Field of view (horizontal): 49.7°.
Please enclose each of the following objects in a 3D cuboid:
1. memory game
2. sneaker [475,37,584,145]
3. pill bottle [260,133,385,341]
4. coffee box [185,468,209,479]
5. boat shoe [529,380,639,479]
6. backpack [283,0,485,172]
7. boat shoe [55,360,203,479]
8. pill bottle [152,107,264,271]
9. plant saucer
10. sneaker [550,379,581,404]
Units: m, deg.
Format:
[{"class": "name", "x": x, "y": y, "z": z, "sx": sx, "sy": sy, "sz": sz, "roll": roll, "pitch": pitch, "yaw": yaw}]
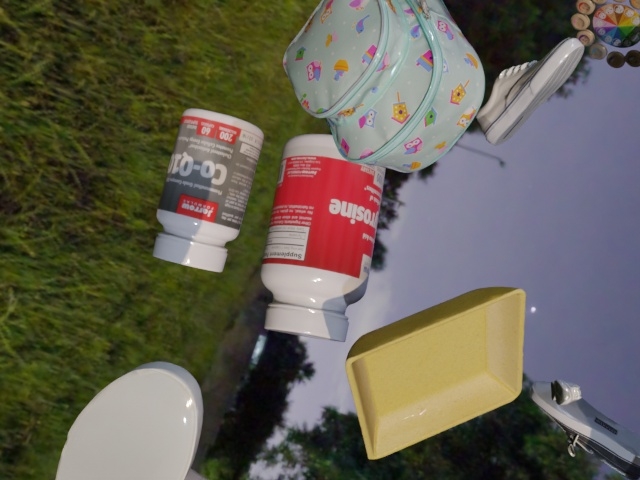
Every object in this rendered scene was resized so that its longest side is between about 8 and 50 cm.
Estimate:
[{"class": "memory game", "x": 0.563, "y": -0.404, "z": 1.308, "sx": 0.012, "sy": 0.186, "sz": 0.186, "roll": -50, "pitch": 175, "yaw": -21}, {"class": "sneaker", "x": 0.370, "y": -0.285, "z": 1.274, "sx": 0.094, "sy": 0.091, "sz": 0.258, "roll": -21, "pitch": 160, "yaw": -40}, {"class": "pill bottle", "x": 0.000, "y": 0.000, "z": 1.465, "sx": 0.229, "sy": 0.229, "sz": 0.407, "roll": 127, "pitch": -27, "yaw": -79}, {"class": "coffee box", "x": -0.260, "y": 0.484, "z": 1.149, "sx": 0.098, "sy": 0.141, "sz": 0.246, "roll": -36, "pitch": 142, "yaw": -49}, {"class": "boat shoe", "x": 0.632, "y": 0.456, "z": 1.652, "sx": 0.113, "sy": 0.306, "sz": 0.105, "roll": -34, "pitch": 147, "yaw": -53}, {"class": "backpack", "x": 0.062, "y": -0.165, "z": 0.686, "sx": 0.166, "sy": 0.144, "sz": 0.188, "roll": -45, "pitch": -121, "yaw": 32}, {"class": "boat shoe", "x": -0.135, "y": 0.165, "z": 0.469, "sx": 0.219, "sy": 0.078, "sz": 0.070, "roll": -61, "pitch": 175, "yaw": 18}, {"class": "pill bottle", "x": -0.217, "y": -0.091, "z": 1.310, "sx": 0.161, "sy": 0.161, "sz": 0.283, "roll": 166, "pitch": -62, "yaw": -86}, {"class": "plant saucer", "x": 0.207, "y": 0.231, "z": 1.270, "sx": 0.081, "sy": 0.333, "sz": 0.332, "roll": -119, "pitch": -169, "yaw": -46}, {"class": "sneaker", "x": 0.546, "y": 0.333, "z": 1.526, "sx": 0.152, "sy": 0.061, "sz": 0.053, "roll": 26, "pitch": 64, "yaw": -75}]
